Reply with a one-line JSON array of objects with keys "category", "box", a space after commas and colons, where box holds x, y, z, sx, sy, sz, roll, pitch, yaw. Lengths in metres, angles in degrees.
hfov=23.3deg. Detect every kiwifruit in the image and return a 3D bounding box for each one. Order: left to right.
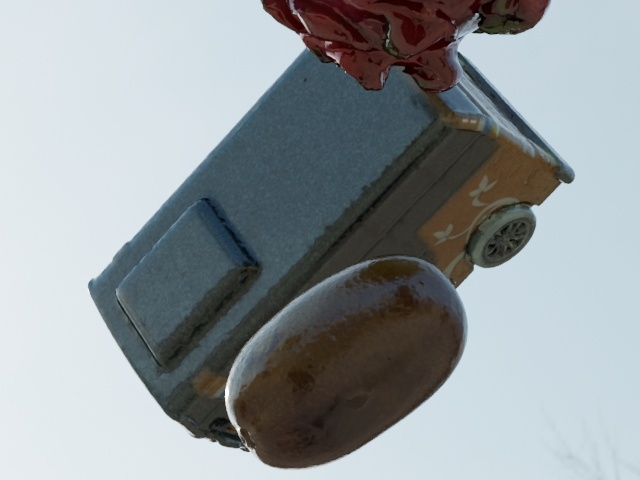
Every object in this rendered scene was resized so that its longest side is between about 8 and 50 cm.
[{"category": "kiwifruit", "box": [0.013, 0.055, 0.722, 0.124, 0.075, 0.075, -37, -37, -10]}]

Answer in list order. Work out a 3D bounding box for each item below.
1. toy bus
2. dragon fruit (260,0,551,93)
[{"category": "toy bus", "box": [0.000, 0.000, 0.969, 0.275, 0.138, 0.167, -47, -34, 14]}, {"category": "dragon fruit", "box": [0.028, -0.204, 0.745, 0.198, 0.218, 0.273, -43, -53, -6]}]
